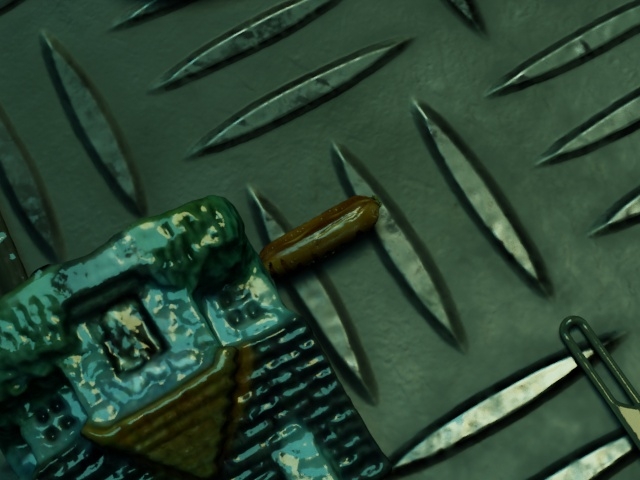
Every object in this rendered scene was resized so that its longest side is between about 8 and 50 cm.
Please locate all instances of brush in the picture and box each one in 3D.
[{"bbox_3d":[0.263,0.165,1.176,0.062,0.027,0.266,-28,61,-5],"label":"brush"}]

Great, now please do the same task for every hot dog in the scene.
[{"bbox_3d":[0.000,0.000,1.282,0.122,0.049,0.037,-30,101,0],"label":"hot dog"}]

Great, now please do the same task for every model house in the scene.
[{"bbox_3d":[-0.110,0.147,1.130,0.261,0.226,0.241,-31,66,-3],"label":"model house"}]

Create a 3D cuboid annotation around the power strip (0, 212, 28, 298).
[{"bbox_3d":[-0.395,0.023,1.307,0.257,0.092,0.251,-26,61,-7],"label":"power strip"}]
